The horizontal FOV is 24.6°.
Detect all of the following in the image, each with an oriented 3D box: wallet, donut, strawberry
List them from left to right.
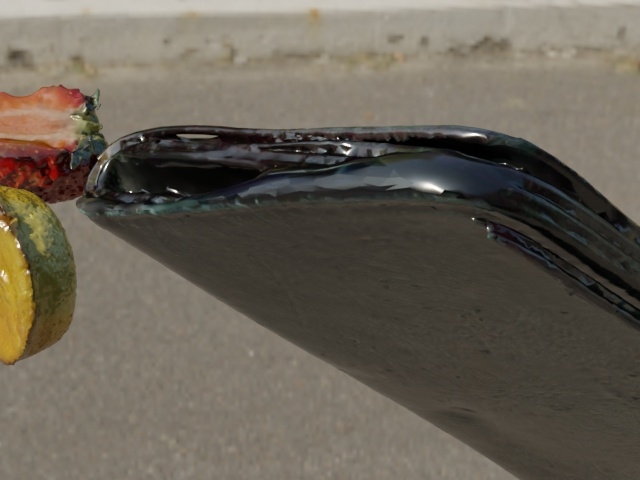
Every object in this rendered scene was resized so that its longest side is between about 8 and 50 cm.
[{"bbox_3d":[-0.358,-0.095,1.706,0.228,0.098,0.174,-8,39,-13],"label":"strawberry"},{"bbox_3d":[-0.278,0.028,1.340,0.065,0.162,0.178,-10,38,-35],"label":"donut"},{"bbox_3d":[0.087,0.044,0.477,0.172,0.318,0.045,-2,63,46],"label":"wallet"}]
